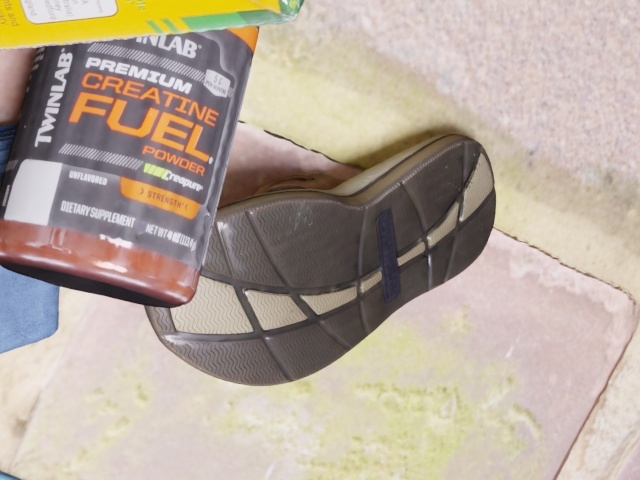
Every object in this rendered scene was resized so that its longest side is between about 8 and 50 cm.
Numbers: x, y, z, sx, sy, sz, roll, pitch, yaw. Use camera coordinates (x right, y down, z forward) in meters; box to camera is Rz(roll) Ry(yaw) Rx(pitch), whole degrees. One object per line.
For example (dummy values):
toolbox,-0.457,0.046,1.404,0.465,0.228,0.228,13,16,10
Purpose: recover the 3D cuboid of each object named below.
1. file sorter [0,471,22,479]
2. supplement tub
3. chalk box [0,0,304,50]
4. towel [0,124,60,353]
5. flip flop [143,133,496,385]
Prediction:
file sorter,-0.220,0.174,0.766,0.170,0.104,0.118,34,90,-42
supplement tub,-0.090,-0.072,0.728,0.106,0.106,0.198,19,79,-41
chalk box,-0.077,-0.221,0.597,0.289,0.179,0.180,-71,153,-52
towel,-0.168,0.000,0.772,0.067,0.029,0.119,-14,118,-34
flip flop,0.000,0.000,0.874,0.277,0.080,0.112,-27,121,-43
